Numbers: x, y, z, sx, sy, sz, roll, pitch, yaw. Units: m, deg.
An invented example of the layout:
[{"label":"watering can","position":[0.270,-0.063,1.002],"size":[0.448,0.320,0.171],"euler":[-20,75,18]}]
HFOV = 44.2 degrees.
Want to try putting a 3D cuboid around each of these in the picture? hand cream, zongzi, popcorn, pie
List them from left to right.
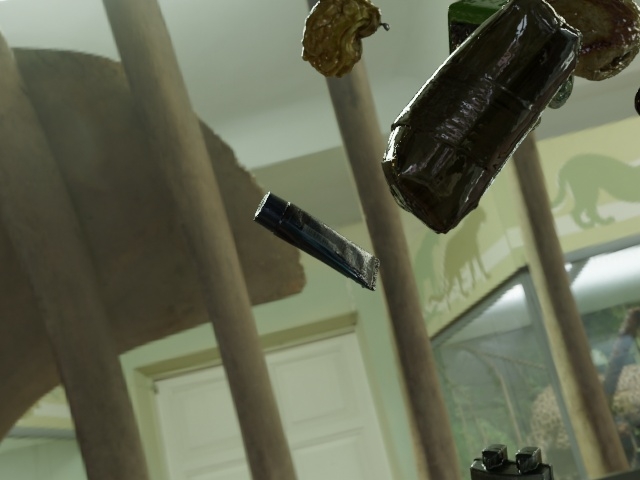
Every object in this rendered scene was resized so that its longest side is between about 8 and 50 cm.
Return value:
[{"label":"hand cream","position":[0.000,0.000,1.536],"size":[0.270,0.120,0.061],"euler":[30,-62,-8]},{"label":"popcorn","position":[0.034,-0.467,1.740],"size":[0.140,0.163,0.194],"euler":[8,-54,-51]},{"label":"zongzi","position":[0.186,-0.152,0.999],"size":[0.286,0.138,0.300],"euler":[-53,-3,3]},{"label":"pie","position":[0.402,-0.327,1.206],"size":[0.205,0.178,0.084],"euler":[-44,-23,-30]}]

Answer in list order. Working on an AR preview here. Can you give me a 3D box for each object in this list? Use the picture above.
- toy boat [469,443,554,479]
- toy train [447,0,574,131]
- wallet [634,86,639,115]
[{"label":"toy boat","position":[0.346,0.518,1.367],"size":[0.141,0.320,0.092],"euler":[-5,4,35]},{"label":"toy train","position":[0.372,-0.350,1.532],"size":[0.248,0.173,0.307],"euler":[-32,-51,-33]},{"label":"wallet","position":[0.596,-0.284,1.258],"size":[0.137,0.255,0.031],"euler":[39,-8,-32]}]
